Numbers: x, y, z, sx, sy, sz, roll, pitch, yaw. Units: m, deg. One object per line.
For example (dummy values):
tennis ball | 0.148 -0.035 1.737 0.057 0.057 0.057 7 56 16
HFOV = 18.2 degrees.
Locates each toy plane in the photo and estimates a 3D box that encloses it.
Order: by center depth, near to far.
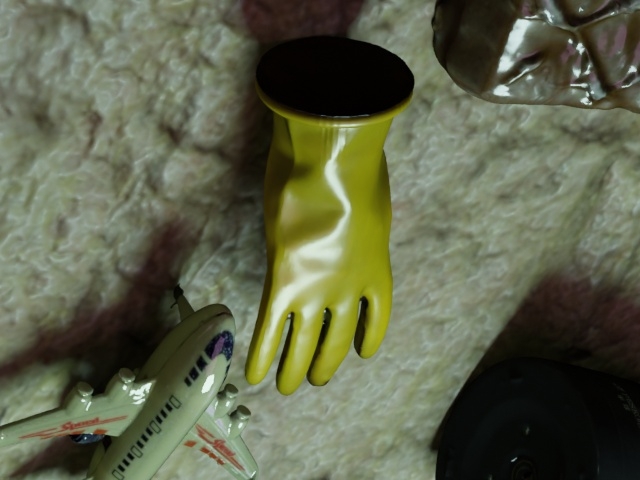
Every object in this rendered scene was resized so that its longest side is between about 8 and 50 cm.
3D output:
toy plane | -0.135 0.143 1.588 0.242 0.104 0.256 12 117 -31

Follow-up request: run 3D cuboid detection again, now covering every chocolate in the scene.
chocolate | 0.201 -0.171 1.537 0.214 0.093 0.148 -2 123 -27

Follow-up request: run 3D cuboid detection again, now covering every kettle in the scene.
kettle | 0.284 0.248 1.778 0.290 0.268 0.207 15 121 -36

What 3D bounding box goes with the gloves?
gloves | -0.001 0.000 1.537 0.133 0.116 0.294 -13 128 -24
